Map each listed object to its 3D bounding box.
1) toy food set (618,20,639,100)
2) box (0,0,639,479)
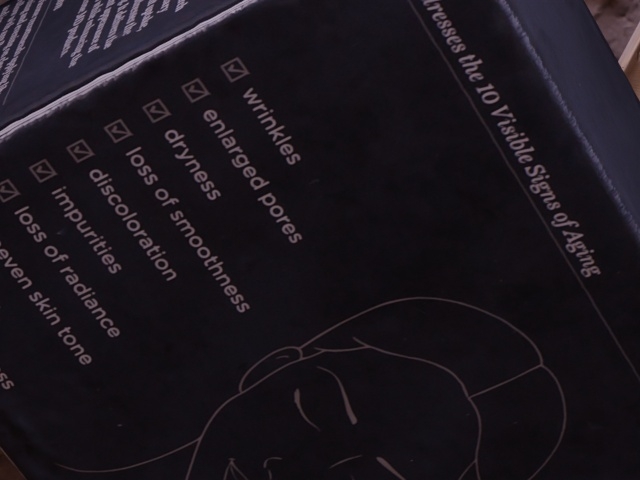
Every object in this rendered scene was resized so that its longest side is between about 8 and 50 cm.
[{"bbox_3d":[0.398,-0.115,1.510,0.306,0.092,0.220,28,105,7],"label":"toy food set"},{"bbox_3d":[0.000,0.000,1.361,0.471,0.297,0.480,-25,116,19],"label":"box"}]
